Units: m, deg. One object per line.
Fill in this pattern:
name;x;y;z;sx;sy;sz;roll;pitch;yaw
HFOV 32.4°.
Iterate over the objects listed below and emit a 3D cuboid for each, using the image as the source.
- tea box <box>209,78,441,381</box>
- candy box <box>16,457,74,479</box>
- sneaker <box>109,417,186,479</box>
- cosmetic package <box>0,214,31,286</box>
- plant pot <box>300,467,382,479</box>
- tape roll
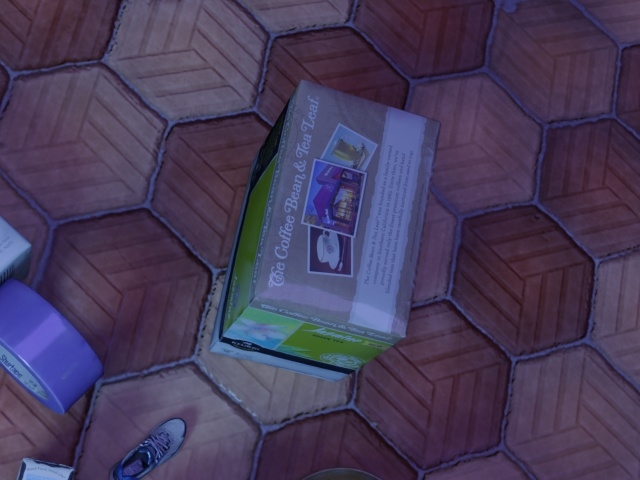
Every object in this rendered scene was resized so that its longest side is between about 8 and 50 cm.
tea box;0.000;0.000;1.606;0.220;0.323;0.329;15;69;-11
candy box;-0.388;0.414;1.447;0.071;0.159;0.233;14;69;-12
sneaker;-0.241;0.305;1.580;0.052;0.058;0.135;46;66;2
cosmetic package;-0.525;0.015;1.546;0.183;0.151;0.151;44;66;1
plant pot;0.031;0.455;1.621;0.236;0.032;0.236;5;72;-15
tape roll;-0.393;0.147;1.519;0.189;0.189;0.080;44;67;2
